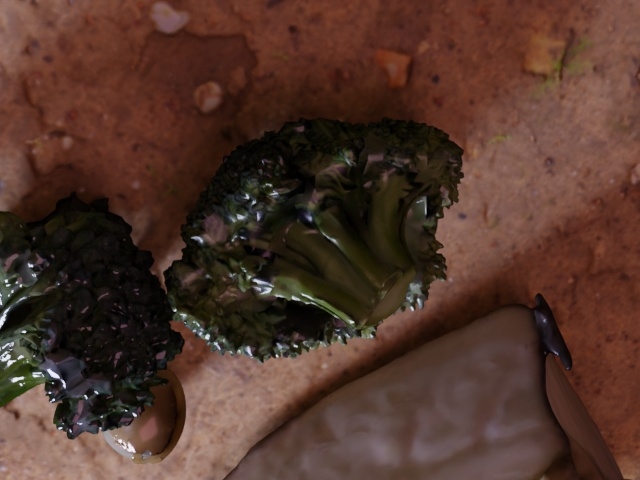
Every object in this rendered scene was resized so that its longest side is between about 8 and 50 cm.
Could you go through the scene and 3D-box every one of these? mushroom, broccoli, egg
[{"bbox_3d":[0.091,0.274,1.403,0.397,0.224,0.313,-27,140,7],"label":"mushroom"},{"bbox_3d":[-0.003,-0.001,1.192,0.176,0.226,0.198,15,127,23],"label":"broccoli"},{"bbox_3d":[-0.146,0.143,1.300,0.071,0.071,0.083,17,98,-27],"label":"egg"},{"bbox_3d":[-0.252,0.073,1.182,0.275,0.177,0.198,-17,131,7],"label":"broccoli"}]
